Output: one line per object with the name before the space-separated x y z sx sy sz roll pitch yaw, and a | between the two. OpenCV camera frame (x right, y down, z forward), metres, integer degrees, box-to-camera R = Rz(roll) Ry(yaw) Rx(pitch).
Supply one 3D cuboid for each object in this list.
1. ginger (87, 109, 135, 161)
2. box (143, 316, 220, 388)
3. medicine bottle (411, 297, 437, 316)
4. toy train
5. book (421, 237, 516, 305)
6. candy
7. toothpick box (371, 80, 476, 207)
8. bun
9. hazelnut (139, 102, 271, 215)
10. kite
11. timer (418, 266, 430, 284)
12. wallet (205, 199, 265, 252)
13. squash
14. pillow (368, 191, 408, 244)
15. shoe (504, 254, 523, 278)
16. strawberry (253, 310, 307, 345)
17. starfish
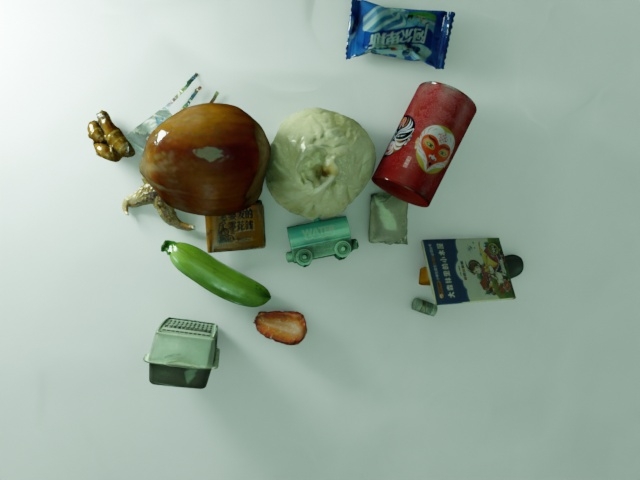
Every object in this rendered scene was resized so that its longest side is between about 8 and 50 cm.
ginger | -0.651 -0.308 1.436 0.103 0.073 0.162 -35 98 -13
box | -0.430 0.352 1.498 0.220 0.290 0.166 9 89 -10
medicine bottle | 0.376 0.241 1.701 0.083 0.047 0.047 20 99 -11
toy train | 0.000 0.000 1.583 0.248 0.101 0.159 -10 88 -6
book | 0.506 0.100 1.601 0.322 0.018 0.228 -2 70 -20
candy | 0.248 -0.644 1.479 0.331 0.077 0.187 6 99 -6
toothpick box | 0.322 -0.296 1.472 0.204 0.204 0.333 28 88 -12
bun | 0.004 -0.236 1.457 0.352 0.227 0.349 -6 101 -8
hazelnut | -0.317 -0.229 1.357 0.365 0.366 0.366 -2 102 -7
kite | -0.436 -0.362 1.457 0.169 0.015 0.310 43 86 -13
timer | 0.405 0.076 1.647 0.132 0.132 0.152 0 79 -7
wallet | -0.276 -0.045 1.541 0.195 0.042 0.161 -6 104 -17
squash | -0.345 0.117 1.550 0.395 0.107 0.107 32 96 -13
pillow | 0.231 -0.079 1.597 0.134 0.078 0.181 0 100 -8
shoe | 0.629 0.125 1.688 0.241 0.093 0.108 -21 105 -4
strawberry | -0.136 0.293 1.637 0.188 0.082 0.121 18 80 -2
starfish | -0.485 -0.176 1.492 0.299 0.060 0.303 0 101 -5
